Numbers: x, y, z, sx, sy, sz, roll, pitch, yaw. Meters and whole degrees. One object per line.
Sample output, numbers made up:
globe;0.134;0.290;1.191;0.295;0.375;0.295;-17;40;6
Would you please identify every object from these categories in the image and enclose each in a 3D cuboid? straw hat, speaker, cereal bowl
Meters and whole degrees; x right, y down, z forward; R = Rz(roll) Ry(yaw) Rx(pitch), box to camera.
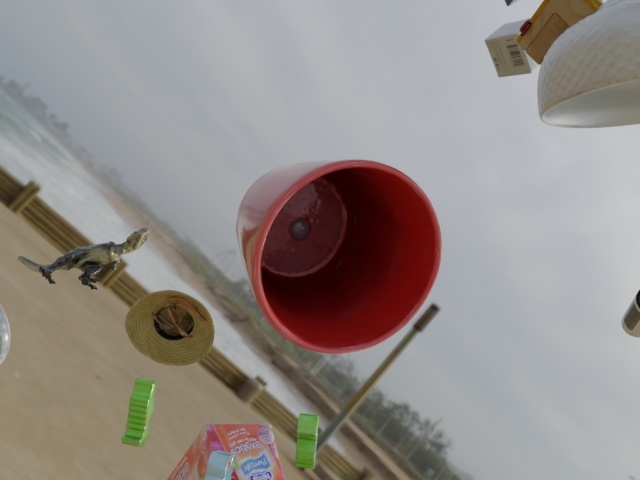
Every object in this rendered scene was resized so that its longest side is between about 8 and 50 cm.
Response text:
straw hat;-0.219;0.117;1.083;0.144;0.144;0.061;44;25;-20
speaker;0.564;0.125;1.236;0.055;0.055;0.136;38;-11;23
cereal bowl;0.454;-0.250;0.938;0.339;0.338;0.141;150;-64;-82

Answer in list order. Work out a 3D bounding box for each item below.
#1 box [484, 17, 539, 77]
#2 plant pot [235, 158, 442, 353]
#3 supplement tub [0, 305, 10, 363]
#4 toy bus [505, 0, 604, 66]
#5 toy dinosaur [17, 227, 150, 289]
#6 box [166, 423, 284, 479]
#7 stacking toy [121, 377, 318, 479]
box;0.451;-0.440;1.623;0.102;0.087;0.101;9;-46;55
plant pot;0.000;0.000;1.043;0.275;0.275;0.243;45;-6;-25
supplement tub;-0.520;0.135;0.926;0.117;0.117;0.190;38;28;23
toy bus;0.419;-0.375;1.176;0.202;0.104;0.191;22;-41;48
toy dinosaur;-0.434;0.041;1.273;0.118;0.268;0.064;-87;166;-65
box;-0.202;0.500;1.385;0.142;0.300;0.154;9;42;-32
stacking toy;-0.096;0.240;0.603;0.166;0.221;0.052;9;1;4
